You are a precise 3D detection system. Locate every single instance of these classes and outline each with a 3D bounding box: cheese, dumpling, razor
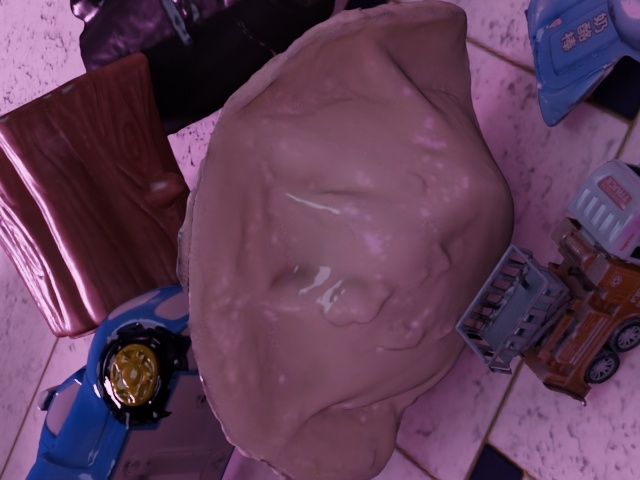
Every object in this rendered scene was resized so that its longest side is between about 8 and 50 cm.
[{"bbox_3d":[0.252,-0.183,1.410,0.244,0.052,0.135,-29,56,42],"label":"cheese"},{"bbox_3d":[0.000,0.000,1.442,0.233,0.315,0.395,21,103,44],"label":"dumpling"},{"bbox_3d":[-0.112,-0.224,1.766,0.327,0.107,0.189,-30,81,50],"label":"razor"}]

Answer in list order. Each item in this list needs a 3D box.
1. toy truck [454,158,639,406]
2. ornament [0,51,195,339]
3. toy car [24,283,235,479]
[{"bbox_3d":[0.195,0.022,1.365,0.178,0.115,0.080,-57,43,18],"label":"toy truck"},{"bbox_3d":[-0.218,-0.037,1.753,0.235,0.221,0.218,-25,97,9],"label":"ornament"},{"bbox_3d":[-0.163,0.164,1.650,0.166,0.198,0.314,30,103,31],"label":"toy car"}]
